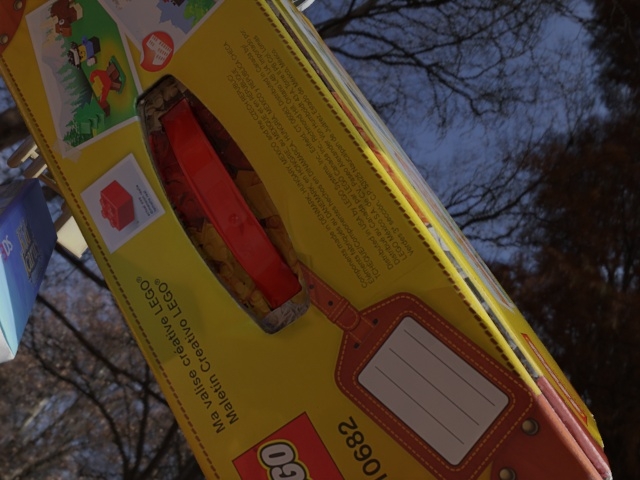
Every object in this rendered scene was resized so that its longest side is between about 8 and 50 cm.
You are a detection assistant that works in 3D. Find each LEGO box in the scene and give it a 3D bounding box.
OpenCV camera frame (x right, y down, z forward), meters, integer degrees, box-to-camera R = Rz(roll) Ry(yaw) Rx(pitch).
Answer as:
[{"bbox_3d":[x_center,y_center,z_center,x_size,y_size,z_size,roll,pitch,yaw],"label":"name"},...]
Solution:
[{"bbox_3d":[0.000,0.000,0.582,0.193,0.372,0.500,-36,-109,11],"label":"LEGO box"}]

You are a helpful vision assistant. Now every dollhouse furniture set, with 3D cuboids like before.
[{"bbox_3d":[-0.621,-0.093,1.662,0.242,0.161,0.212,29,-15,32],"label":"dollhouse furniture set"}]

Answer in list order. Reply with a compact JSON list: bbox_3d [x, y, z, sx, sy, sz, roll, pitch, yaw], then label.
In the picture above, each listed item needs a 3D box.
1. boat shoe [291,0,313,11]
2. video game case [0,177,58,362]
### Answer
[{"bbox_3d":[-0.071,-0.401,1.170,0.040,0.142,0.049,53,13,-69],"label":"boat shoe"},{"bbox_3d":[-0.307,0.039,0.442,0.269,0.245,0.061,-138,-148,-69],"label":"video game case"}]
